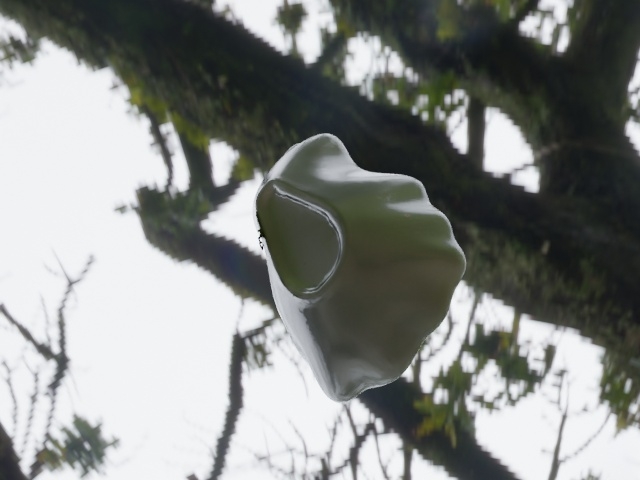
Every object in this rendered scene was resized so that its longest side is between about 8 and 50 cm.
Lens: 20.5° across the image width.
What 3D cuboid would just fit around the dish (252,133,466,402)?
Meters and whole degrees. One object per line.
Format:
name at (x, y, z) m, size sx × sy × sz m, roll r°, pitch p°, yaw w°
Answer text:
dish at (0.000, 0.000, 0.753) m, size 0.091 × 0.039 × 0.137 m, roll -51°, pitch -134°, yaw 17°
